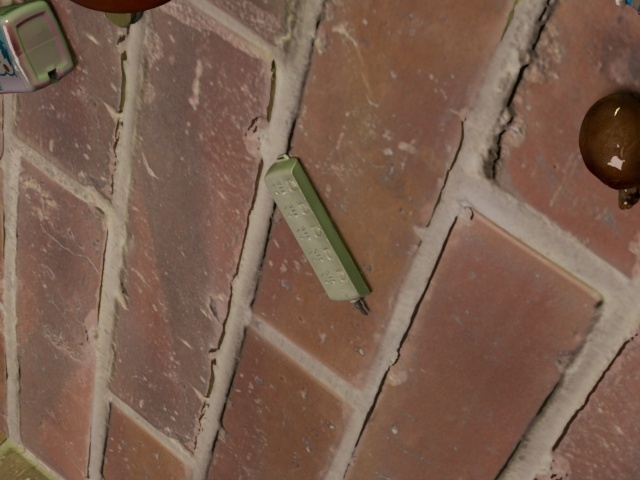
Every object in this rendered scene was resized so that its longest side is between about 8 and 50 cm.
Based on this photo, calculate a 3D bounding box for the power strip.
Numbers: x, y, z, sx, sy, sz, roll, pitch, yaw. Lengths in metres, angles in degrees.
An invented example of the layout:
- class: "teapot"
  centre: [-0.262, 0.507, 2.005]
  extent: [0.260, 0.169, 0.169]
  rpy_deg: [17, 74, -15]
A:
- class: "power strip"
  centre: [0.000, 0.000, 1.516]
  extent: [0.060, 0.027, 0.253]
  rpy_deg: [-11, 114, 48]

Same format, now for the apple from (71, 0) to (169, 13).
- class: "apple"
  centre: [-0.229, -0.363, 1.274]
  extent: [0.234, 0.234, 0.234]
  rpy_deg: [26, 137, 27]

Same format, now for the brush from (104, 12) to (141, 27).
- class: "brush"
  centre: [-0.348, -0.344, 1.557]
  extent: [0.266, 0.027, 0.062]
  rpy_deg: [20, 134, 32]

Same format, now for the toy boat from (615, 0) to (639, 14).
- class: "toy boat"
  centre: [0.318, -0.275, 0.950]
  extent: [0.084, 0.066, 0.210]
  rpy_deg: [9, 126, -4]

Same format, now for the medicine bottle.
- class: "medicine bottle"
  centre: [-0.464, -0.281, 1.668]
  extent: [0.188, 0.094, 0.119]
  rpy_deg: [4, 122, 42]

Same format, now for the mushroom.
- class: "mushroom"
  centre: [0.304, -0.079, 1.121]
  extent: [0.088, 0.073, 0.130]
  rpy_deg: [-9, 122, 14]
